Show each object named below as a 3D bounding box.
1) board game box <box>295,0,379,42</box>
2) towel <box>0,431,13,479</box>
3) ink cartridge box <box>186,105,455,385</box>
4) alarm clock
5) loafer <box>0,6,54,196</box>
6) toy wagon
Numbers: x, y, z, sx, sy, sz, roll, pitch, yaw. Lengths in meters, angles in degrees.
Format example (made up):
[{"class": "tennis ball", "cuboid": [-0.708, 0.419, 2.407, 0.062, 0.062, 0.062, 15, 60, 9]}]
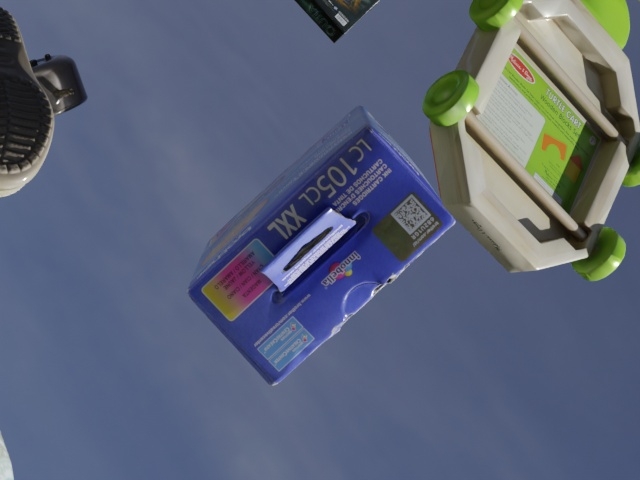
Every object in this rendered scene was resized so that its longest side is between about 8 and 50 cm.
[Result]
[{"class": "board game box", "cuboid": [-0.013, -0.333, 2.263, 0.186, 0.126, 0.026, 48, -50, -5]}, {"class": "towel", "cuboid": [-0.416, 0.133, 1.826, 0.320, 0.090, 0.374, -24, 93, -80]}, {"class": "ink cartridge box", "cuboid": [0.000, 0.000, 2.108, 0.151, 0.270, 0.395, 47, 5, -8]}, {"class": "alarm clock", "cuboid": [-0.316, -0.155, 2.005, 0.192, 0.129, 0.064, -146, -143, -79]}, {"class": "loafer", "cuboid": [-0.321, -0.126, 1.835, 0.268, 0.102, 0.092, -106, -148, -46]}, {"class": "toy wagon", "cuboid": [0.233, -0.137, 1.868, 0.068, 0.344, 0.267, -7, -42, 48]}]
